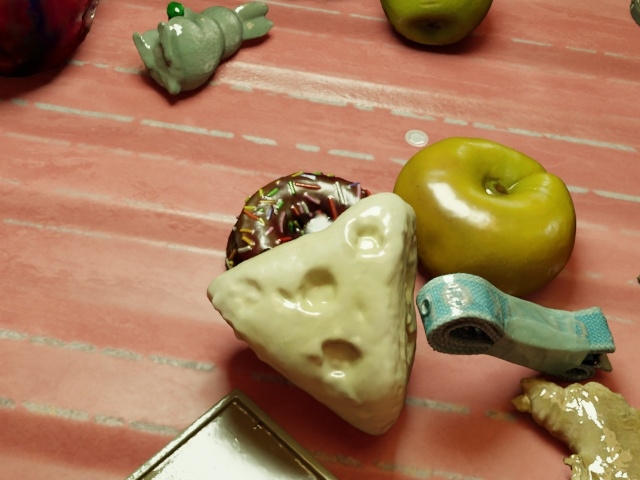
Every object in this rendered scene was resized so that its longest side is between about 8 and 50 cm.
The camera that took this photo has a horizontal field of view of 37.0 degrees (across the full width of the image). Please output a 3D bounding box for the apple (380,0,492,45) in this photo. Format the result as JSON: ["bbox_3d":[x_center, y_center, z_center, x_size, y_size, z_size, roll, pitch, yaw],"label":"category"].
[{"bbox_3d":[0.185,-0.406,1.547,0.196,0.196,0.157,6,69,-1],"label":"apple"}]

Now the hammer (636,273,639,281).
[{"bbox_3d":[0.481,0.034,1.321,0.110,0.019,0.035,-34,61,-31],"label":"hammer"}]

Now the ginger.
[{"bbox_3d":[0.328,0.230,1.110,0.137,0.074,0.213,-19,49,-20],"label":"ginger"}]

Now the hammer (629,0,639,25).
[{"bbox_3d":[0.692,-0.379,1.681,0.297,0.027,0.125,16,50,6],"label":"hammer"}]

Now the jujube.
[{"bbox_3d":[-0.447,-0.411,1.440,0.258,0.258,0.376,8,49,0],"label":"jujube"}]

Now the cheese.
[{"bbox_3d":[0.039,0.087,1.078,0.251,0.173,0.248,-34,86,-2],"label":"cheese"}]

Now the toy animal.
[{"bbox_3d":[-0.180,-0.309,1.496,0.108,0.138,0.236,-8,11,38],"label":"toy animal"}]

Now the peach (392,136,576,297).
[{"bbox_3d":[0.221,-0.035,1.273,0.251,0.153,0.251,15,42,-13],"label":"peach"}]

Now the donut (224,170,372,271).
[{"bbox_3d":[-0.001,0.000,1.246,0.230,0.096,0.216,35,55,22],"label":"donut"}]

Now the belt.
[{"bbox_3d":[0.237,0.105,1.119,0.302,0.087,0.072,15,42,-34],"label":"belt"}]

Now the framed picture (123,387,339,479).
[{"bbox_3d":[-0.065,0.329,1.016,0.324,0.020,0.240,38,56,22],"label":"framed picture"}]
